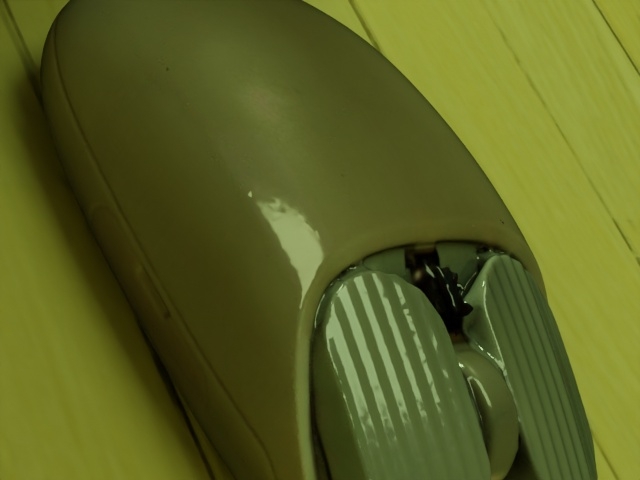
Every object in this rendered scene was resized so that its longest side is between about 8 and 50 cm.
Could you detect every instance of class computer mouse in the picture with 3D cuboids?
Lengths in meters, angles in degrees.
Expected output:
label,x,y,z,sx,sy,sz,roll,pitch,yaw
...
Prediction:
label,x,y,z,sx,sy,sz,roll,pitch,yaw
computer mouse,0.000,0.000,0.630,0.145,0.082,0.236,-2,54,-49
